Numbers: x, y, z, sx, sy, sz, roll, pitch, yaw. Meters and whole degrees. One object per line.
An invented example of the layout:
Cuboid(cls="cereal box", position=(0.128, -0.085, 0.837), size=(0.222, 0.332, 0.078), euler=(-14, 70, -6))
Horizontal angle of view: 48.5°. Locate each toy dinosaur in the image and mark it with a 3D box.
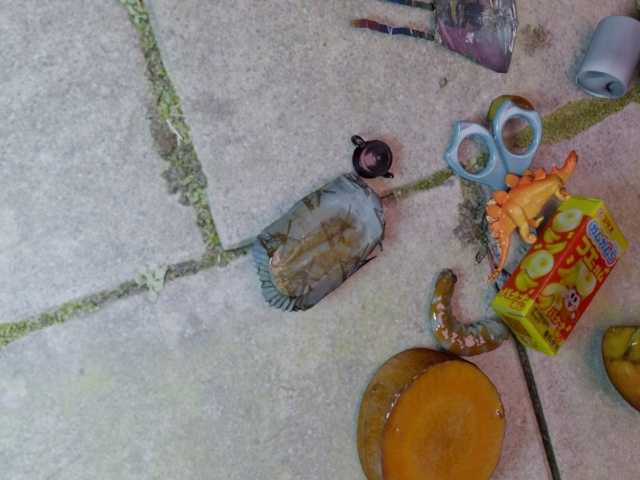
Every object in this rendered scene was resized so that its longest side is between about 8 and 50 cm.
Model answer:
Cuboid(cls="toy dinosaur", position=(0.361, -0.060, 1.291), size=(0.117, 0.070, 0.288), euler=(39, 92, -7))

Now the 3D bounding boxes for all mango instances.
Cuboid(cls="mango", position=(0.709, 0.263, 1.426), size=(0.350, 0.201, 0.199), euler=(29, 116, -29))

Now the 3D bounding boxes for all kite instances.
Cuboid(cls="kite", position=(0.215, -0.415, 1.279), size=(0.361, 0.022, 0.204), euler=(-1, 91, -24))

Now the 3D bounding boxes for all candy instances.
Cuboid(cls="candy", position=(0.450, 0.064, 1.330), size=(0.276, 0.088, 0.146), euler=(-51, 121, -14))

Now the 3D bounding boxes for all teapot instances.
Cuboid(cls="teapot", position=(0.090, -0.143, 1.217), size=(0.100, 0.045, 0.068), euler=(46, 73, -18))

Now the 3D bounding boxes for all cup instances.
Cuboid(cls="cup", position=(0.570, -0.352, 1.402), size=(0.099, 0.136, 0.133), euler=(22, 80, 12))

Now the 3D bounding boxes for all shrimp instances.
Cuboid(cls="shrimp", position=(0.270, 0.129, 1.303), size=(0.161, 0.049, 0.165), euler=(-7, 87, -21))

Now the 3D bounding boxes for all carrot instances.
Cuboid(cls="carrot", position=(0.194, 0.345, 1.243), size=(0.259, 0.100, 0.307), euler=(-2, 94, -20))

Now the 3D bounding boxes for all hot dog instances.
Cuboid(cls="hot dog", position=(0.000, 0.000, 1.165), size=(0.270, 0.082, 0.162), euler=(-37, 113, -26))

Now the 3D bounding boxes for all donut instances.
Cuboid(cls="donut", position=(0.362, -0.243, 1.335), size=(0.083, 0.038, 0.067), euler=(21, 80, -20))

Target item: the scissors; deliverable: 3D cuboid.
Cuboid(cls="scissors", position=(0.366, -0.081, 1.336), size=(0.191, 0.029, 0.360), euler=(-26, 109, -3))
